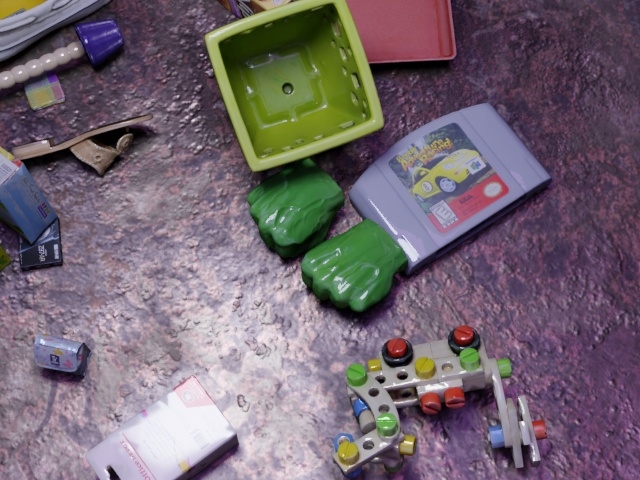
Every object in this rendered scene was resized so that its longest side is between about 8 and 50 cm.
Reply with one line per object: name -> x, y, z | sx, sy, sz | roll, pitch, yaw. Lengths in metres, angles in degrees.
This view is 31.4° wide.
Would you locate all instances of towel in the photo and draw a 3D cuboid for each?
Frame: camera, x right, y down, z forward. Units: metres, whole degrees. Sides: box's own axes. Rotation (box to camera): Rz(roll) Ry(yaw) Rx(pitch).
towel -> -0.475, -0.263, 1.943 | 0.060, 0.009, 0.083 | -23, 70, -8

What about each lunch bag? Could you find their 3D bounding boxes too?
lunch bag -> -0.394, 0.173, 1.731 | 0.071, 0.083, 0.053 | 12, 69, 3

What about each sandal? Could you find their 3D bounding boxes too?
sandal -> -0.382, -0.144, 1.876 | 0.240, 0.088, 0.079 | -13, 100, 2

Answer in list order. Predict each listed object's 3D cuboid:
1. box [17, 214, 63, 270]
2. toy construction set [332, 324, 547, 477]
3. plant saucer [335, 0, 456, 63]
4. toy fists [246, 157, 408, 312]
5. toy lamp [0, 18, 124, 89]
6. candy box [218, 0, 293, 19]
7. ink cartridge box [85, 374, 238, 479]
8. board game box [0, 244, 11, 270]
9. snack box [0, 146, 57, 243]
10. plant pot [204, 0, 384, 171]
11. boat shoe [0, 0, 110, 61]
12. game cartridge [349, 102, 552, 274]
box -> -0.452, 0.004, 1.833 | 0.067, 0.018, 0.083 | -8, 68, -3
toy construction set -> 0.170, 0.245, 1.671 | 0.328, 0.151, 0.215 | 0, 44, -8
plant saucer -> 0.095, -0.412, 1.987 | 0.259, 0.047, 0.259 | -3, 69, -2
toy fists -> 0.000, 0.000, 1.799 | 0.142, 0.096, 0.279 | -36, 71, -24
toy lamp -> -0.462, -0.296, 1.909 | 0.275, 0.080, 0.080 | -27, 71, -10
candy box -> -0.128, -0.427, 1.957 | 0.187, 0.109, 0.053 | 40, 73, 15
ink cartridge box -> -0.234, 0.307, 1.688 | 0.198, 0.067, 0.115 | -34, 72, -15
board game box -> -0.574, -0.029, 1.805 | 0.181, 0.092, 0.043 | 42, 75, 15
snack box -> -0.528, -0.108, 1.781 | 0.207, 0.174, 0.070 | 33, 71, 19
plant pot -> -0.051, -0.249, 1.809 | 0.227, 0.207, 0.228 | -19, 98, -7
boat shoe -> -0.453, -0.452, 1.916 | 0.367, 0.156, 0.136 | -39, 82, -25
game cartridge -> 0.205, -0.096, 1.861 | 0.294, 0.060, 0.196 | -33, 68, -12
